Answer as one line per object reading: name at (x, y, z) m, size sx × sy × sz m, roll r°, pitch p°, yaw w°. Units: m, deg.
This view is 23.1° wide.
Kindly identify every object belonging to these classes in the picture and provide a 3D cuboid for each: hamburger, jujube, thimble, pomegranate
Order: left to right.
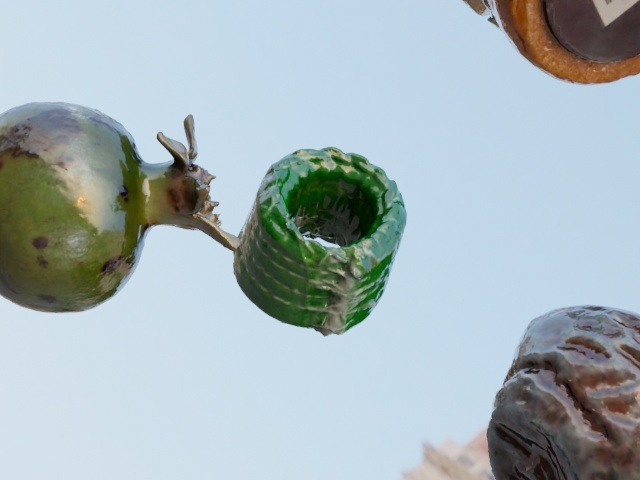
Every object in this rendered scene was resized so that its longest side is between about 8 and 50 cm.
pomegranate at (-0.156, -0.031, 1.034) m, size 0.148 × 0.169 × 0.149 m, roll -25°, pitch 90°, yaw -87°
thimble at (0.000, 0.000, 1.123) m, size 0.130 × 0.118 × 0.090 m, roll -99°, pitch -157°, yaw -47°
hamburger at (0.294, -0.363, 1.767) m, size 0.250 × 0.330 × 0.330 m, roll 51°, pitch -24°, yaw 48°
jujube at (0.288, 0.193, 1.417) m, size 0.308 × 0.215 × 0.246 m, roll 52°, pitch -25°, yaw 22°
